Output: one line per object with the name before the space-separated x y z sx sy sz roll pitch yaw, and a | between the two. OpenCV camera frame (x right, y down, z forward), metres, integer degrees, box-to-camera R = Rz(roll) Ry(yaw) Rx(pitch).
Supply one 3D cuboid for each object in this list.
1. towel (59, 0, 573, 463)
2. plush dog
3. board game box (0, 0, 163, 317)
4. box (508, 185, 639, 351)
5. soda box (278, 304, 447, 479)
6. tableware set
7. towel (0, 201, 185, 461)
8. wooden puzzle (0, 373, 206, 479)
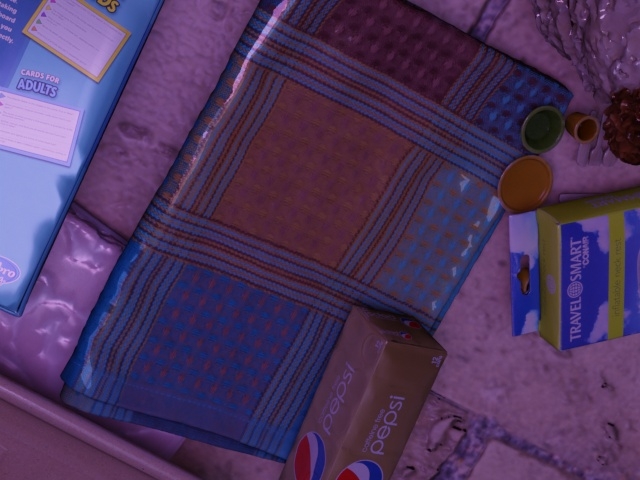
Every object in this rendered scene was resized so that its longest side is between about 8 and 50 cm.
towel | 0.000 0.000 1.047 0.271 0.040 0.370 22 105 -32
plush dog | 0.219 -0.173 0.956 0.211 0.225 0.262 7 106 -5
board game box | -0.253 -0.152 0.979 0.254 0.079 0.336 25 90 -10
box | 0.233 0.016 1.081 0.178 0.042 0.109 -12 113 -16
soda box | 0.026 0.143 1.071 0.058 0.061 0.181 12 109 -31
tableware set | 0.181 -0.028 1.078 0.104 0.024 0.154 0 113 -24
towel | -0.270 0.102 1.102 0.332 0.053 0.317 36 100 -13
wooden puzzle | -0.275 0.246 1.082 0.322 0.080 0.347 30 107 -12
